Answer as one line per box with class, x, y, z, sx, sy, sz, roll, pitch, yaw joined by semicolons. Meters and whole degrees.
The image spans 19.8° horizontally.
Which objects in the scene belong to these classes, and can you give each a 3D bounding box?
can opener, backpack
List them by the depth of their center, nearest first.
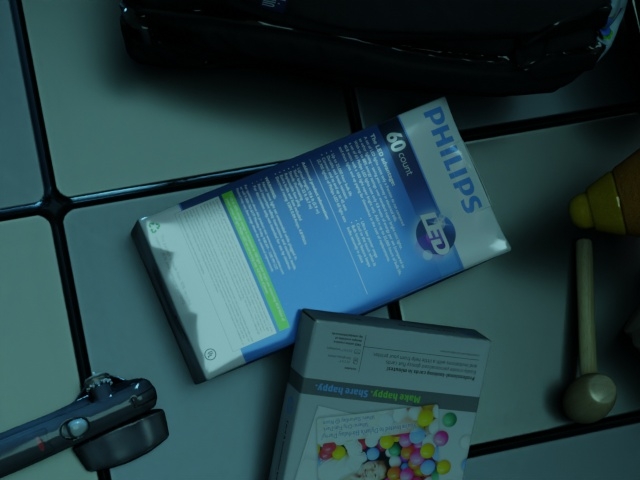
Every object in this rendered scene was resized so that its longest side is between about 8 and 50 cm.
backpack;0.056;-0.229;1.349;0.355;0.290;0.273;19;59;5
can opener;-0.206;0.150;1.364;0.186;0.059;0.073;-19;86;-13

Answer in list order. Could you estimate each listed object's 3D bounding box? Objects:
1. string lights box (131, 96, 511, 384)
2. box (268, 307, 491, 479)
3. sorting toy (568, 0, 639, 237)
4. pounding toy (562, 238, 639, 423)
string lights box;0.000;0.000;1.415;0.259;0.077;0.133;-22;87;-13
box;0.040;0.152;1.382;0.145;0.038;0.186;9;100;-19
sorting toy;0.229;-0.133;1.420;0.126;0.127;0.365;-14;54;7
pounding toy;0.290;0.029;1.426;0.155;0.154;0.269;41;77;-3
